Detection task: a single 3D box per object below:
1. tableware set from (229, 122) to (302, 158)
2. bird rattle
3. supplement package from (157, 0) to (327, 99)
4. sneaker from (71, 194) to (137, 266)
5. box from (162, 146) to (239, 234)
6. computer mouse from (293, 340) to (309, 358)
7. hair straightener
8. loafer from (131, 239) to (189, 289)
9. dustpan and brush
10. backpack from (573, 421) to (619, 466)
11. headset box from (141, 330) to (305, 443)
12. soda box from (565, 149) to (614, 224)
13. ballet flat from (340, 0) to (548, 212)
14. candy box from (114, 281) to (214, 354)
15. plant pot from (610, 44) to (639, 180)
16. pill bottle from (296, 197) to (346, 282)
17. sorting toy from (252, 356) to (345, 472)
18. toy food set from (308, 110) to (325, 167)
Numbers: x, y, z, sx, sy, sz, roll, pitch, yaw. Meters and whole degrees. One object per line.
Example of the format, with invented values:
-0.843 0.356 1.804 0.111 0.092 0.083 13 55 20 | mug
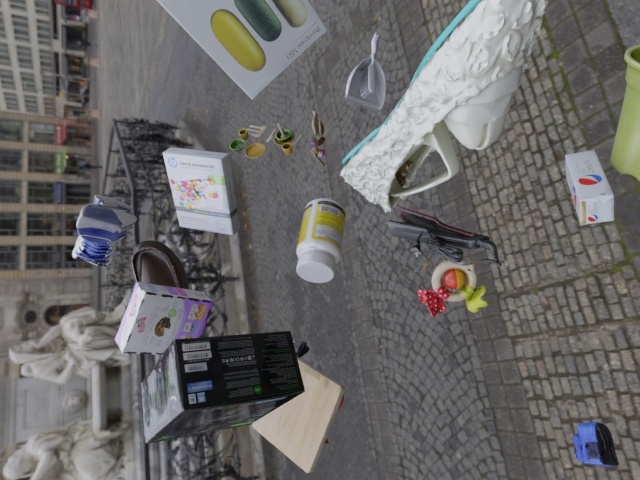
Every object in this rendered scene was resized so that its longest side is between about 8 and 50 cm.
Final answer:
-0.125 -0.224 1.007 0.154 0.104 0.024 17 151 23 | tableware set
0.490 0.169 1.674 0.143 0.253 0.207 -44 -49 -69 | bird rattle
-0.162 -0.448 0.811 0.199 0.262 0.198 -39 48 10 | supplement package
-0.580 -0.005 1.196 0.182 0.127 0.315 -69 23 5 | sneaker
-0.262 -0.108 1.001 0.038 0.145 0.186 -58 -28 -53 | box
-0.174 0.424 1.719 0.261 0.184 0.060 -6 109 35 | computer mouse
0.198 0.008 0.768 0.230 0.089 0.047 28 152 45 | hair straightener
-0.448 0.174 1.300 0.130 0.133 0.366 -84 -27 -85 | loafer
0.147 -0.508 1.331 0.060 0.147 0.211 -5 81 52 | dustpan and brush
0.832 0.619 1.371 0.101 0.097 0.120 -25 51 47 | backpack
-0.213 0.304 0.923 0.283 0.246 0.131 -45 52 43 | headset box
0.640 -0.131 1.075 0.216 0.069 0.074 -68 -38 -49 | soda box
0.167 -0.159 0.610 0.409 0.146 0.147 136 127 -61 | ballet flat
-0.397 0.205 1.152 0.070 0.196 0.165 29 98 45 | candy box
0.784 -0.270 0.992 0.276 0.275 0.254 -126 25 -46 | plant pot
0.000 0.000 1.203 0.119 0.119 0.209 -49 25 50 | pill bottle
-0.053 0.507 1.361 0.255 0.089 0.257 20 87 40 | sorting toy
-0.008 -0.239 1.077 0.019 0.078 0.122 -9 65 24 | toy food set
